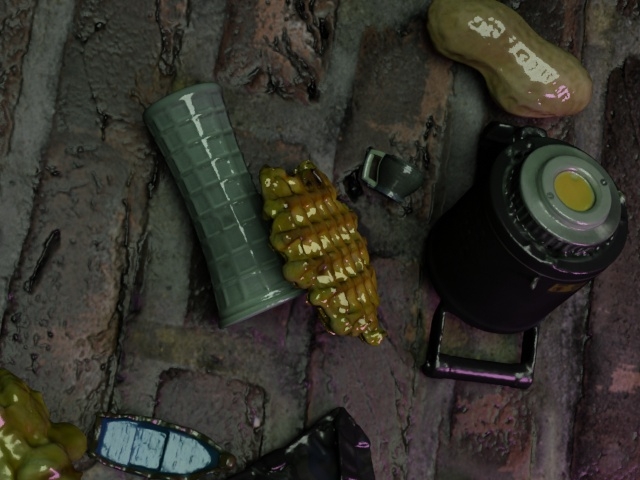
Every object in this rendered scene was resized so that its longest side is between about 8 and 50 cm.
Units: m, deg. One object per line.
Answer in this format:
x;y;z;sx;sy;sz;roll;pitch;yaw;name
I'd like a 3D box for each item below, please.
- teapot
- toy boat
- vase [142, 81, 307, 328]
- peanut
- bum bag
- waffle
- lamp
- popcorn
0.097;-0.089;1.764;0.088;0.066;0.057;31;90;9;teapot
-0.199;0.263;1.590;0.185;0.077;0.075;18;76;-17;toy boat
-0.122;-0.049;1.636;0.143;0.143;0.299;-22;87;-22;vase
0.267;-0.259;1.824;0.274;0.111;0.125;33;88;-10;peanut
-0.048;0.336;1.636;0.310;0.074;0.137;-27;80;-27;bum bag
0.002;-0.001;1.617;0.051;0.291;0.291;-26;92;19;waffle
0.276;0.003;1.698;0.205;0.272;0.374;9;80;-17;lamp
-0.394;0.273;1.465;0.255;0.195;0.256;10;78;-9;popcorn
